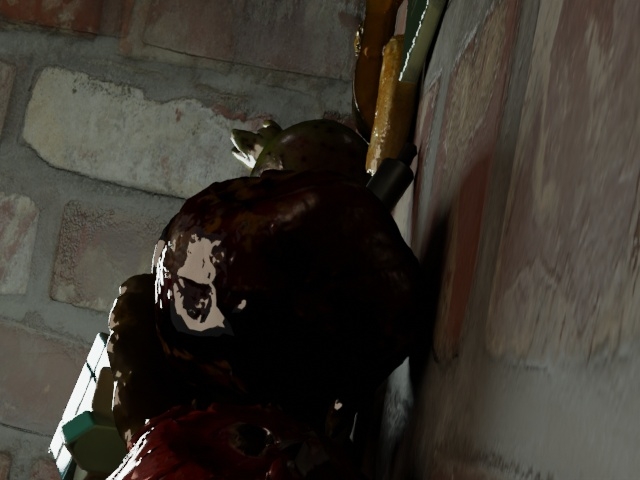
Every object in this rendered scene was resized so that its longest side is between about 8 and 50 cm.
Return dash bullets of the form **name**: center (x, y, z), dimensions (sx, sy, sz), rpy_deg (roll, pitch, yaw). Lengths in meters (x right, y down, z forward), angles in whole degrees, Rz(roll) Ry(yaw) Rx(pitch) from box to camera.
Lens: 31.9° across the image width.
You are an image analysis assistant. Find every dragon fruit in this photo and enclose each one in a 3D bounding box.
- **dragon fruit**: center (-0.079, 0.293, 0.978), dimensions (0.295, 0.296, 0.301), rpy_deg (-83, -3, -66)

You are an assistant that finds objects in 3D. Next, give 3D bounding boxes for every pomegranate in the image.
- **pomegranate**: center (-0.038, -0.079, 1.826), dimensions (0.306, 0.242, 0.242), rpy_deg (10, 90, 47)

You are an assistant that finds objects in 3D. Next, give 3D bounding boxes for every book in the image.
- **book**: center (0.162, -0.432, 1.526), dimensions (0.260, 0.043, 0.371), rpy_deg (107, 172, -57)

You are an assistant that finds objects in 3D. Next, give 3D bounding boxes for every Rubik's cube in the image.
- **Rubik's cube**: center (-0.231, 0.259, 1.435), dimensions (0.265, 0.224, 0.213), rpy_deg (-67, 26, 5)

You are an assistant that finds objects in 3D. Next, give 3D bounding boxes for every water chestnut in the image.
- **water chestnut**: center (-0.030, 0.066, 1.115), dimensions (0.289, 0.289, 0.244), rpy_deg (102, 174, -50)

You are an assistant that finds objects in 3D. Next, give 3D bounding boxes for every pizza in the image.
- **pizza**: center (0.105, -0.184, 1.606), dimensions (0.134, 0.056, 0.271), rpy_deg (105, 174, -48)

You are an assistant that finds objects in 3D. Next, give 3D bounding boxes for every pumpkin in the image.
- **pumpkin**: center (0.101, -0.316, 1.861), dimensions (0.290, 0.095, 0.258), rpy_deg (-75, -8, -69)

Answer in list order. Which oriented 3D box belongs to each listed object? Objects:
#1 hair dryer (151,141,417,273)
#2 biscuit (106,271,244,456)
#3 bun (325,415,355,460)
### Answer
- **hair dryer**: center (-0.008, 0.007, 1.426), dimensions (0.284, 0.320, 0.155), rpy_deg (-52, -40, -38)
- **biscuit**: center (-0.137, 0.203, 1.246), dimensions (0.329, 0.078, 0.335), rpy_deg (45, -147, -57)
- **bun**: center (-0.044, 0.214, 1.574), dimensions (0.361, 0.213, 0.361), rpy_deg (-47, 35, 49)
